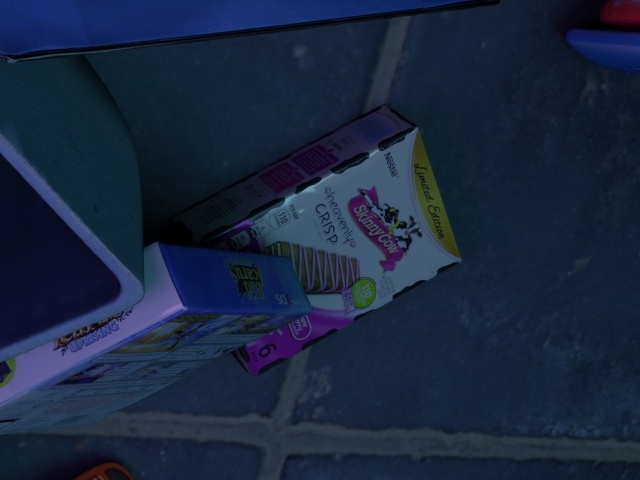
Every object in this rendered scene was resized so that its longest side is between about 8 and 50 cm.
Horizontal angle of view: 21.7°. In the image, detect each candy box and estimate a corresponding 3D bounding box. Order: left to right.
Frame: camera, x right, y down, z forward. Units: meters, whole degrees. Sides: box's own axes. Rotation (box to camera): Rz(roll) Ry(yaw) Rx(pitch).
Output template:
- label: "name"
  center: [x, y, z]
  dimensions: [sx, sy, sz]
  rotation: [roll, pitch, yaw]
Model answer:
- label: "candy box"
  center: [0.000, 0.000, 1.541]
  dimensions: [0.233, 0.071, 0.159]
  rotation: [-30, 123, -13]

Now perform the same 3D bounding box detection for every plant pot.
- label: "plant pot"
  center: [-0.283, -0.076, 1.232]
  dimensions: [0.247, 0.252, 0.248]
  rotation: [-23, 127, 21]

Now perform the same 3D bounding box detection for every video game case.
- label: "video game case"
  center: [-0.164, 0.083, 1.361]
  dimensions: [0.244, 0.061, 0.269]
  rotation: [-26, 169, 17]

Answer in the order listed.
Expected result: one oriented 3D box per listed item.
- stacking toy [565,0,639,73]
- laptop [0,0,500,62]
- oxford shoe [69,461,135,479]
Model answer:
- label: "stacking toy"
  center: [0.356, -0.301, 1.554]
  dimensions: [0.175, 0.166, 0.301]
  rotation: [6, 95, -28]
- label: "laptop"
  center: [-0.094, -0.365, 1.186]
  dimensions: [0.382, 0.236, 0.407]
  rotation: [-10, 109, -24]
- label: "oxford shoe"
  center: [-0.282, 0.304, 1.539]
  dimensions: [0.271, 0.098, 0.097]
  rotation: [-44, 112, -23]
